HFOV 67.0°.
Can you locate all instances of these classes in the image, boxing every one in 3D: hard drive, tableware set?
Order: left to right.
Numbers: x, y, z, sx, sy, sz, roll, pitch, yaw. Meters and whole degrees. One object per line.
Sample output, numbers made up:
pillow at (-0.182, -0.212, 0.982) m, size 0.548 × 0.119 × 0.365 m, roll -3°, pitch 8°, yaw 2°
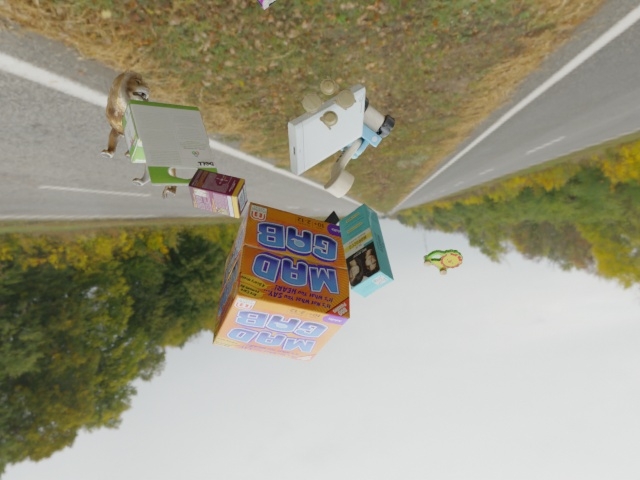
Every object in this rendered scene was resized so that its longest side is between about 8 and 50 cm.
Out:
hard drive at (0.000, 0.000, 1.966) m, size 0.172 × 0.054 × 0.255 m, roll -49°, pitch 172°, yaw -28°
hard drive at (0.029, -0.420, 1.833) m, size 0.353 × 0.047 × 0.233 m, roll -36°, pitch 148°, yaw -26°
tableware set at (0.029, -0.475, 1.654) m, size 0.169 × 0.141 × 0.020 m, roll -46°, pitch -178°, yaw -2°

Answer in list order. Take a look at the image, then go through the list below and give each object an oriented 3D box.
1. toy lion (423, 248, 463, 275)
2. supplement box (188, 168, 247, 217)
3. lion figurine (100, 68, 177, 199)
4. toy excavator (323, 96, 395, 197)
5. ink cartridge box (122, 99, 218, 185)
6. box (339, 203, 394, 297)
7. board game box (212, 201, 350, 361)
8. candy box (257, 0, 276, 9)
toy lion at (0.379, 0.058, 1.477) m, size 0.100 × 0.034 × 0.096 m, roll 27°, pitch 131°, yaw -16°
supplement box at (-0.167, -0.077, 0.791) m, size 0.083 × 0.043 × 0.055 m, roll 14°, pitch 144°, yaw 7°
lion figurine at (-0.535, -0.312, 1.488) m, size 0.142 × 0.241 × 0.392 m, roll 4°, pitch 157°, yaw 8°
toy excavator at (0.144, -0.446, 2.287) m, size 0.222 × 0.445 × 0.433 m, roll 30°, pitch -168°, yaw -24°
ink cartridge box at (-0.385, -0.225, 1.246) m, size 0.188 × 0.256 × 0.097 m, roll -4°, pitch 154°, yaw -37°
box at (0.118, 0.023, 1.295) m, size 0.100 × 0.245 × 0.060 m, roll -35°, pitch 131°, yaw 27°
board game box at (-0.133, 0.152, 1.640) m, size 0.355 × 0.357 × 0.357 m, roll 14°, pitch 141°, yaw -16°
candy box at (-0.134, -0.846, 1.497) m, size 0.159 × 0.234 × 0.071 m, roll -23°, pitch 142°, yaw 27°
